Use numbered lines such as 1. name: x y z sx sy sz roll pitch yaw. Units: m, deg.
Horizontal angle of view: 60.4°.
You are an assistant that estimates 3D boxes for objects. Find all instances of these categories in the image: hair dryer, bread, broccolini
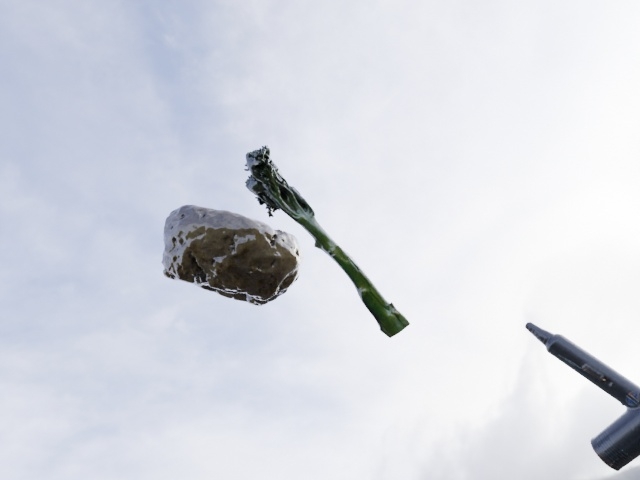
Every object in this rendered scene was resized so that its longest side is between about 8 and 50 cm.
1. hair dryer: 0.353 0.148 0.673 0.173 0.194 0.050 -50 -29 20
2. bread: -0.140 0.028 0.859 0.230 0.230 0.122 21 -99 -35
3. broccolini: -0.006 0.005 0.592 0.057 0.254 0.071 -41 -13 19
